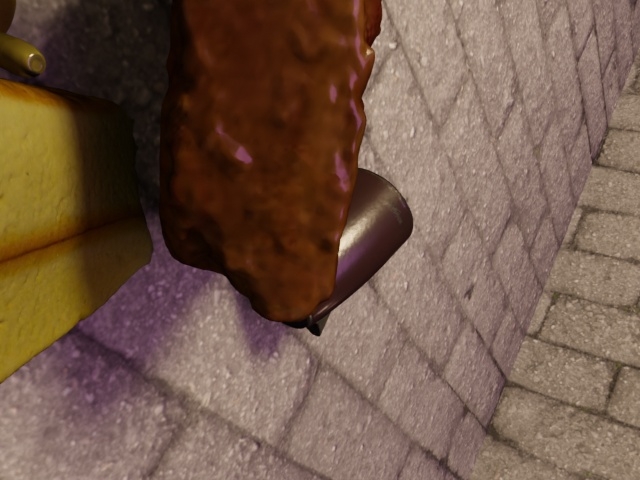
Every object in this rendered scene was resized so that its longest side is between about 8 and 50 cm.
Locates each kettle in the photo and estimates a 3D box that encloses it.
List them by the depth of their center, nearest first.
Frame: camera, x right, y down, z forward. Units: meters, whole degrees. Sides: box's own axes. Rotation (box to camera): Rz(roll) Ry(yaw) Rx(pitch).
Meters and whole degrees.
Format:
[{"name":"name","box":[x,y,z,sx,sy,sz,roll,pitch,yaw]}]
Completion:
[{"name":"kettle","box":[0.000,0.000,0.890,0.232,0.144,0.202,-45,116,-32]}]

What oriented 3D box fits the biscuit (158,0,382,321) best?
[{"name":"biscuit","box":[-0.047,-0.168,0.588,0.342,0.166,0.395,-107,-155,-67]}]

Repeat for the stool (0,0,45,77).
[{"name":"stool","box":[-0.259,-0.192,0.475,0.134,0.110,0.135,-36,129,-44]}]

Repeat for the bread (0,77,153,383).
[{"name":"bread","box":[-0.310,-0.022,0.521,0.361,0.245,0.233,-52,149,-79]}]
